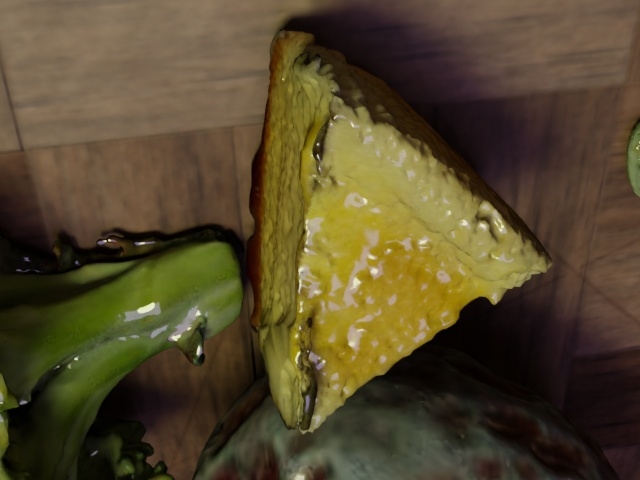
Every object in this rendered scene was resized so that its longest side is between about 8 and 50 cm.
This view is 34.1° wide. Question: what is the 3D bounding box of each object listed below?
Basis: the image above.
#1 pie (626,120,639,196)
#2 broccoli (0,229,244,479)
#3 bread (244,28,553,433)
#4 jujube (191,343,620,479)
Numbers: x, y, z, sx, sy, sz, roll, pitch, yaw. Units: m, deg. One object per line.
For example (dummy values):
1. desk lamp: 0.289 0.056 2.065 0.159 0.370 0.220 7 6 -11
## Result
1. pie: 0.221 -0.054 0.616 0.085 0.017 0.085 -6 131 -7
2. broccoli: -0.160 0.105 0.560 0.272 0.180 0.242 -16 130 1
3. bread: 0.000 0.000 0.534 0.160 0.140 0.169 -45 121 10
4. jujube: 0.061 0.181 0.646 0.246 0.215 0.308 -10 144 27
